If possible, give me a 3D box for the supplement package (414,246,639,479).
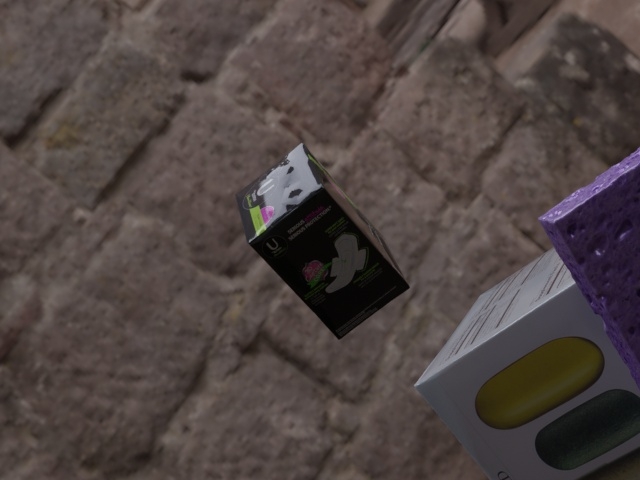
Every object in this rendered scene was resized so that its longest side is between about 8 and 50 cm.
[{"bbox_3d":[0.264,0.099,1.053,0.262,0.199,0.198,-38,2,33],"label":"supplement package"}]

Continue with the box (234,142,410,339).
[{"bbox_3d":[0.000,0.000,0.669,0.052,0.083,0.062,-37,30,8],"label":"box"}]

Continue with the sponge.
[{"bbox_3d":[0.252,0.041,0.844,0.117,0.210,0.031,-34,11,-12],"label":"sponge"}]
